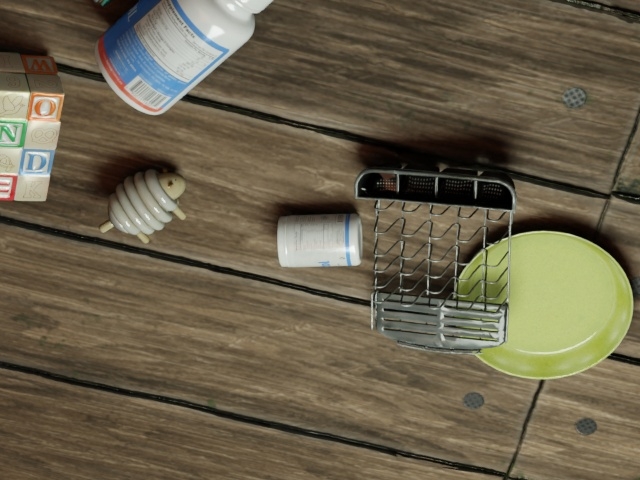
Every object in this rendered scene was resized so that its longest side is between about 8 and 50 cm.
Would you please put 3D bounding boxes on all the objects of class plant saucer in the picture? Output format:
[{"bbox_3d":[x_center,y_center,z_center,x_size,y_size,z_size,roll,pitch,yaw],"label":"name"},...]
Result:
[{"bbox_3d":[0.299,0.081,2.130,0.241,0.037,0.241,3,122,5],"label":"plant saucer"}]

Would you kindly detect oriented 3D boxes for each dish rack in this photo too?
[{"bbox_3d":[0.153,0.029,2.059,0.208,0.074,0.272,6,113,15],"label":"dish rack"}]

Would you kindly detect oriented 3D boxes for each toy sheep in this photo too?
[{"bbox_3d":[-0.234,-0.046,2.077,0.132,0.091,0.091,-35,114,4],"label":"toy sheep"}]

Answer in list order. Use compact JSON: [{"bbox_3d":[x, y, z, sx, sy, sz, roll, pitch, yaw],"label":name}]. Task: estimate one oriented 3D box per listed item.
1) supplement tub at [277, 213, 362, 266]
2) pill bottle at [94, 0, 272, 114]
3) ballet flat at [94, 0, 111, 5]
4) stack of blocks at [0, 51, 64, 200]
[{"bbox_3d":[0.000,0.000,2.090,0.107,0.071,0.071,-2,122,8],"label":"supplement tub"},{"bbox_3d":[-0.158,-0.262,1.909,0.221,0.124,0.124,-37,112,24],"label":"pill bottle"},{"bbox_3d":[-0.213,-0.354,1.894,0.188,0.070,0.070,-31,114,19],"label":"ballet flat"},{"bbox_3d":[-0.483,-0.144,1.971,0.297,0.087,0.171,0,129,-22],"label":"stack of blocks"}]
